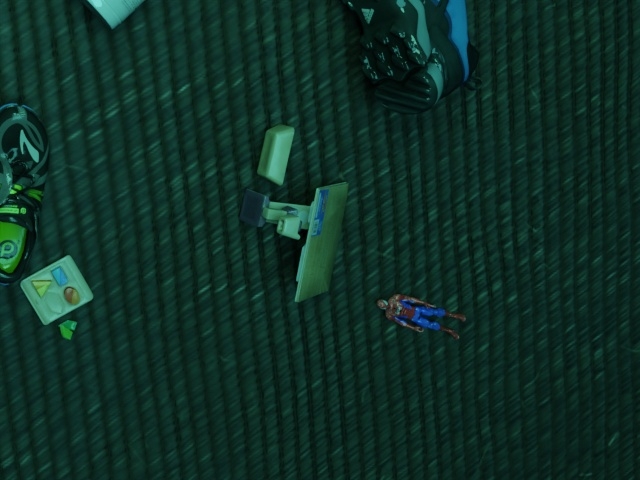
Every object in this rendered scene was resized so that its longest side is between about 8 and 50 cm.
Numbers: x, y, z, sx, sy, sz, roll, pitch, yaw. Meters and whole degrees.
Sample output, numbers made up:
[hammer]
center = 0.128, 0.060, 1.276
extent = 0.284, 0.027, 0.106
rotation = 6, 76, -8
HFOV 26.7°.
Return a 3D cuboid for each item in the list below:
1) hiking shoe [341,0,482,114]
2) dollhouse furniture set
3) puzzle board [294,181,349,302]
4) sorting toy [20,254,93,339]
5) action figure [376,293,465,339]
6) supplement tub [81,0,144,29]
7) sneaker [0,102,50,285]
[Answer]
[hiking shoe]
center = 0.083, -0.292, 1.451
extent = 0.132, 0.113, 0.304
rotation = -28, 109, -44
[dollhouse furniture set]
center = -0.021, -0.063, 1.475
extent = 0.081, 0.091, 0.114
rotation = 8, 98, -38
[puzzle board]
center = 0.000, 0.000, 1.495
extent = 0.011, 0.096, 0.128
rotation = 14, 101, 19
[sorting toy]
center = -0.275, 0.065, 1.441
extent = 0.062, 0.012, 0.083
rotation = -31, 112, -11
[action figure]
center = 0.117, 0.088, 1.589
extent = 0.115, 0.030, 0.038
rotation = 17, 102, -22
[supplement tub]
center = -0.195, -0.273, 1.351
extent = 0.107, 0.071, 0.071
rotation = -44, 114, -5
[sneaker]
center = -0.307, -0.044, 1.364
extent = 0.067, 0.078, 0.188
rotation = 4, 102, -22
